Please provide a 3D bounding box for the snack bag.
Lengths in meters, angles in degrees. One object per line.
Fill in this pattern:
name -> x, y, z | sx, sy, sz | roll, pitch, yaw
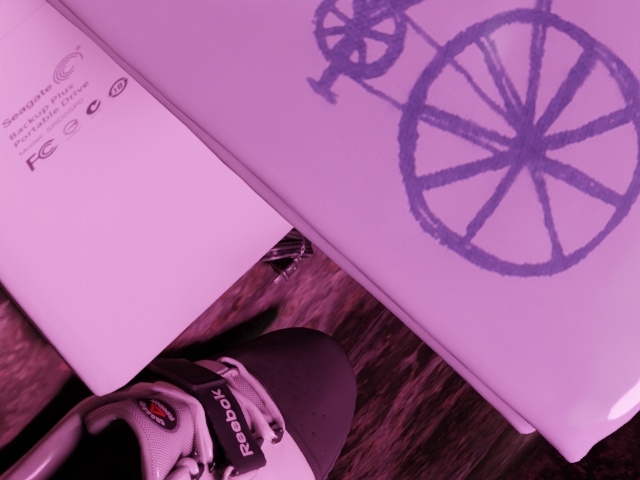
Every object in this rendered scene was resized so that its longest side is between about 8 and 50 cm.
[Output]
snack bag -> 0.090, -0.142, 0.444 | 0.342, 0.323, 0.037 | -47, -160, 3

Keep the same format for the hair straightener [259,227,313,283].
hair straightener -> 0.000, 0.000, 0.883 | 0.089, 0.047, 0.230 | -53, 161, 17

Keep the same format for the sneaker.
sneaker -> -0.086, 0.135, 0.855 | 0.330, 0.122, 0.146 | -34, 159, -35

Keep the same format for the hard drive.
hard drive -> -0.060, -0.070, 0.609 | 0.233, 0.047, 0.353 | -43, 161, -12
